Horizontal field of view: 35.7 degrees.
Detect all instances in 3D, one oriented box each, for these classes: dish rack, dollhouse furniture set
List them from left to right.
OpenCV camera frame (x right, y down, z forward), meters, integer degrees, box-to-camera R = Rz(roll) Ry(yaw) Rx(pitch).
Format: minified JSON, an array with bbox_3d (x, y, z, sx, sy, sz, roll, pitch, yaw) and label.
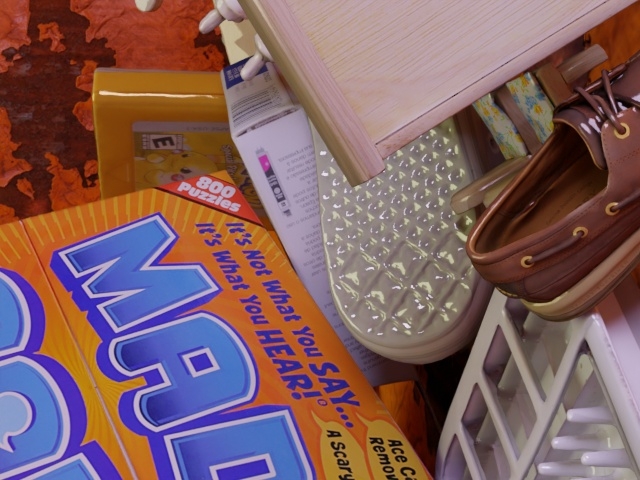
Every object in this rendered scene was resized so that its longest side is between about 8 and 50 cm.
[{"bbox_3d":[0.045,-0.110,0.513,0.212,0.161,0.242,58,175,-3],"label":"dollhouse furniture set"},{"bbox_3d":[0.145,0.187,0.499,0.285,0.072,0.332,101,166,-45],"label":"dish rack"}]

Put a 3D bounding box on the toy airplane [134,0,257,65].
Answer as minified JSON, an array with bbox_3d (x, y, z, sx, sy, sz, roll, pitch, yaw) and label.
[{"bbox_3d":[-0.111,-0.447,1.412,0.384,0.272,0.386,50,136,23],"label":"toy airplane"}]

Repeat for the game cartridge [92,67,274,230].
[{"bbox_3d":[-0.101,-0.095,1.188,0.285,0.324,0.052,106,164,-60],"label":"game cartridge"}]

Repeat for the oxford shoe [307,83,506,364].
[{"bbox_3d":[0.071,-0.122,0.748,0.130,0.169,0.449,32,-128,-58],"label":"oxford shoe"}]

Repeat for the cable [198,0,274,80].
[{"bbox_3d":[0.025,-0.221,0.653,0.287,0.072,0.139,-47,56,31],"label":"cable"}]

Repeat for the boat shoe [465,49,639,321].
[{"bbox_3d":[0.131,-0.041,0.421,0.178,0.060,0.064,-52,34,21],"label":"boat shoe"}]

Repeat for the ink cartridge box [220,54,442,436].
[{"bbox_3d":[0.000,0.000,0.946,0.324,0.071,0.330,-114,1,-71],"label":"ink cartridge box"}]

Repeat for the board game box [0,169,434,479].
[{"bbox_3d":[-0.171,0.223,0.789,0.356,0.356,0.356,55,150,36],"label":"board game box"}]
